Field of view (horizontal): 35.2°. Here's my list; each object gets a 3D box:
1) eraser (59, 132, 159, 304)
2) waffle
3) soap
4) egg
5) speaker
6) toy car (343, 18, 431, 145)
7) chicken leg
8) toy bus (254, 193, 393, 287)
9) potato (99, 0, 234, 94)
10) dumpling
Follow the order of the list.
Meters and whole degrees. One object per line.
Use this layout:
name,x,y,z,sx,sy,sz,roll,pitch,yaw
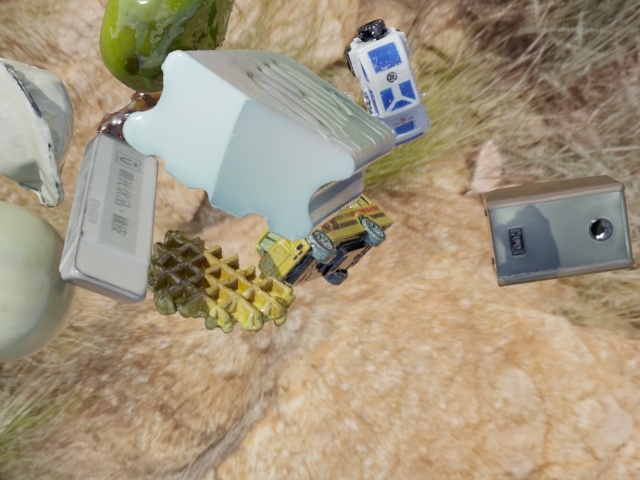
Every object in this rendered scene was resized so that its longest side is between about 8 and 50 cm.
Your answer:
eraser,-0.240,-0.032,1.167,0.089,0.352,0.061,23,118,-21
waffle,-0.122,0.049,1.211,0.192,0.160,0.046,7,123,4
soap,-0.040,-0.097,0.932,0.173,0.289,0.095,36,106,5
egg,-0.447,0.053,1.380,0.269,0.219,0.219,36,84,36
speaker,0.410,-0.021,1.764,0.231,0.192,0.153,-8,97,7
toy car,0.088,-0.202,1.306,0.080,0.070,0.170,-22,116,-4
chicken leg,-0.277,-0.246,1.682,0.093,0.304,0.113,51,42,-5
toy bus,0.000,0.000,1.585,0.123,0.335,0.121,49,113,12
potato,-0.211,-0.328,1.425,0.148,0.186,0.253,43,99,22
dumpling,-0.388,-0.164,1.320,0.142,0.172,0.247,-29,81,-19
